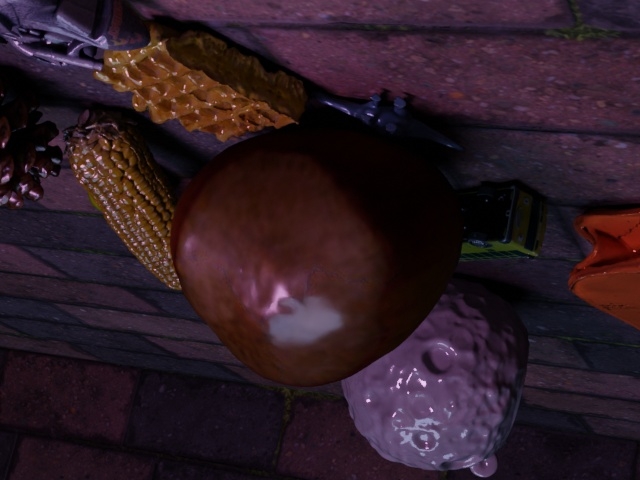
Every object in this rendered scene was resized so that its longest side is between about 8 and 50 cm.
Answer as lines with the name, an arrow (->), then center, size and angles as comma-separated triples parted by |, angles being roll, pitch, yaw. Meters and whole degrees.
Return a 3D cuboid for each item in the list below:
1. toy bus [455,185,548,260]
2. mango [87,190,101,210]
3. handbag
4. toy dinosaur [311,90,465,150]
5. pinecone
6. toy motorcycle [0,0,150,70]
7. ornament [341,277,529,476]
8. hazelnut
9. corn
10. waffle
toy bus -> 0.227, -0.021, 1.792 | 0.101, 0.088, 0.175 | 22, 164, -34
mango -> -0.300, -0.079, 2.016 | 0.117, 0.089, 0.163 | 6, 177, -7
handbag -> 0.555, 0.062, 1.791 | 0.303, 0.116, 0.410 | -7, 156, 42
toy dinosaur -> 0.082, -0.145, 1.554 | 0.197, 0.045, 0.080 | 19, 177, 1
pinecone -> -0.443, -0.126, 1.749 | 0.207, 0.208, 0.208 | 12, 164, 3
toy motorcycle -> -0.332, -0.261, 1.362 | 0.173, 0.108, 0.307 | -8, 157, 39
ornament -> 0.190, 0.224, 2.221 | 0.337, 0.337, 0.337 | 12, 164, 3
hazelnut -> -0.004, 0.005, 1.625 | 0.365, 0.366, 0.366 | 12, 164, 3
corn -> -0.258, -0.054, 1.845 | 0.115, 0.115, 0.318 | -1, 131, 39
waffle -> -0.166, -0.189, 1.563 | 0.229, 0.057, 0.219 | 24, 161, -33
